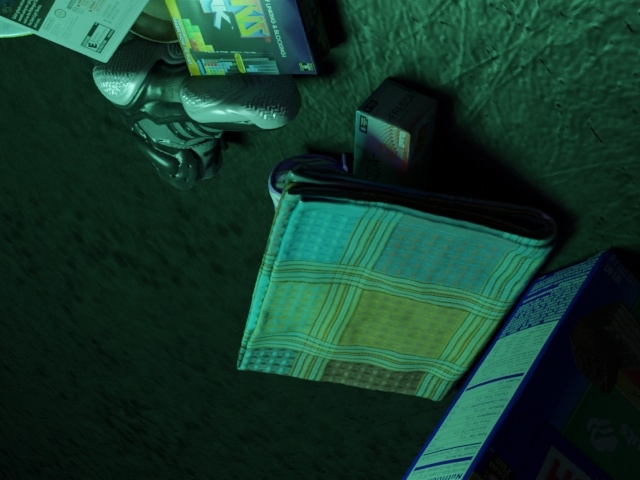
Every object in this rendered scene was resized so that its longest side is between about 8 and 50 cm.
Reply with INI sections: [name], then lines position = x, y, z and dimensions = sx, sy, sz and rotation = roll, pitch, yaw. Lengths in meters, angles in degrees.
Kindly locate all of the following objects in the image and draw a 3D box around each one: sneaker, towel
[sneaker]
position = -0.115, -0.128, 1.290
dimensions = 0.268, 0.101, 0.153
rotation = 16, 142, 36
[towel]
position = 0.065, 0.064, 1.281
dimensions = 0.271, 0.040, 0.370
rotation = 10, 145, -7

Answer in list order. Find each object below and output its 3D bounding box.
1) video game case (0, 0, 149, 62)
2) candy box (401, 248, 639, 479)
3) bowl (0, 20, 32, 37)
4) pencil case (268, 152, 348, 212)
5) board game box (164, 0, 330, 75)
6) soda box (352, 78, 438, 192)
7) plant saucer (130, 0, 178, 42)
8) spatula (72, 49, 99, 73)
[video game case]
position = -0.250, -0.251, 1.143
dimensions = 0.173, 0.022, 0.190
rotation = 21, 151, -21
[candy box]
position = 0.254, 0.211, 1.121
dimensions = 0.268, 0.317, 0.122
rotation = 46, 145, -9
[bowl]
position = -0.354, -0.347, 1.185
dimensions = 0.289, 0.156, 0.289
rotation = 8, 151, 4
[pencil case]
position = 0.000, 0.000, 1.335
dimensions = 0.088, 0.086, 0.206
rotation = -8, 135, 5
[board game box]
position = -0.079, -0.238, 1.146
dimensions = 0.141, 0.048, 0.170
rotation = 3, 133, 25
[soda box]
position = 0.071, -0.068, 1.210
dimensions = 0.063, 0.058, 0.183
rotation = 26, 142, 20
[plant saucer]
position = -0.183, -0.281, 1.239
dimensions = 0.168, 0.029, 0.168
rotation = 26, 144, 21
[spatula]
position = -0.306, -0.236, 1.402
dimensions = 0.296, 0.030, 0.084
rotation = 37, 143, 5
